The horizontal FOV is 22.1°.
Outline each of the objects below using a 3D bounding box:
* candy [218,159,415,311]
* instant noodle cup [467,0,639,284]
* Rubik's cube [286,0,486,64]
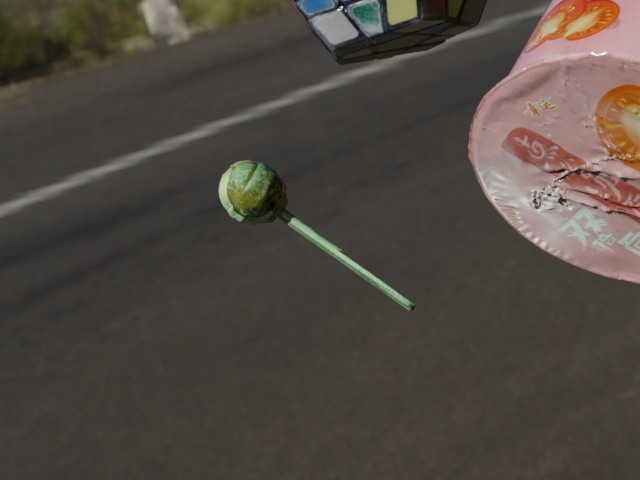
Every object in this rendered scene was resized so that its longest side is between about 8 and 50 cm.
[{"bbox_3d":[0.000,0.000,1.409,0.061,0.202,0.061,-53,5,7],"label":"candy"},{"bbox_3d":[0.264,-0.125,1.258,0.243,0.243,0.231,-8,42,38],"label":"instant noodle cup"},{"bbox_3d":[0.024,-0.127,0.694,0.111,0.093,0.111,-12,-4,-1],"label":"Rubik's cube"}]
